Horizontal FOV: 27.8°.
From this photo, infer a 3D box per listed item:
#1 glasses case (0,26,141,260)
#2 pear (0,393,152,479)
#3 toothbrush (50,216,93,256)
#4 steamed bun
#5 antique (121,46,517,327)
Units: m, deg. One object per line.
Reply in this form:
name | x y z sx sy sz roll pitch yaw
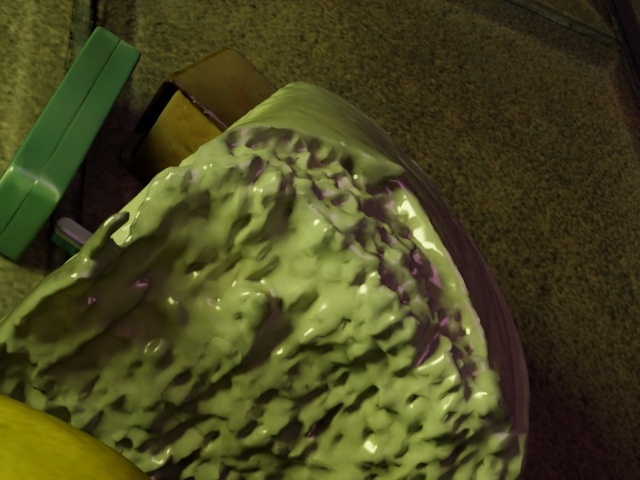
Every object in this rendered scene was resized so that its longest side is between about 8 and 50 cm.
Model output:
glasses case | -0.180 -0.070 0.892 0.039 0.078 0.184 33 39 -13
pear | -0.179 0.187 0.496 0.336 0.285 0.285 24 38 6
toothbrush | -0.075 0.069 0.880 0.263 0.026 0.022 37 44 -2
steamed bun | -0.024 0.084 0.724 0.272 0.290 0.273 51 30 -7
antique | 0.000 0.000 0.953 0.310 0.093 0.087 43 38 6
